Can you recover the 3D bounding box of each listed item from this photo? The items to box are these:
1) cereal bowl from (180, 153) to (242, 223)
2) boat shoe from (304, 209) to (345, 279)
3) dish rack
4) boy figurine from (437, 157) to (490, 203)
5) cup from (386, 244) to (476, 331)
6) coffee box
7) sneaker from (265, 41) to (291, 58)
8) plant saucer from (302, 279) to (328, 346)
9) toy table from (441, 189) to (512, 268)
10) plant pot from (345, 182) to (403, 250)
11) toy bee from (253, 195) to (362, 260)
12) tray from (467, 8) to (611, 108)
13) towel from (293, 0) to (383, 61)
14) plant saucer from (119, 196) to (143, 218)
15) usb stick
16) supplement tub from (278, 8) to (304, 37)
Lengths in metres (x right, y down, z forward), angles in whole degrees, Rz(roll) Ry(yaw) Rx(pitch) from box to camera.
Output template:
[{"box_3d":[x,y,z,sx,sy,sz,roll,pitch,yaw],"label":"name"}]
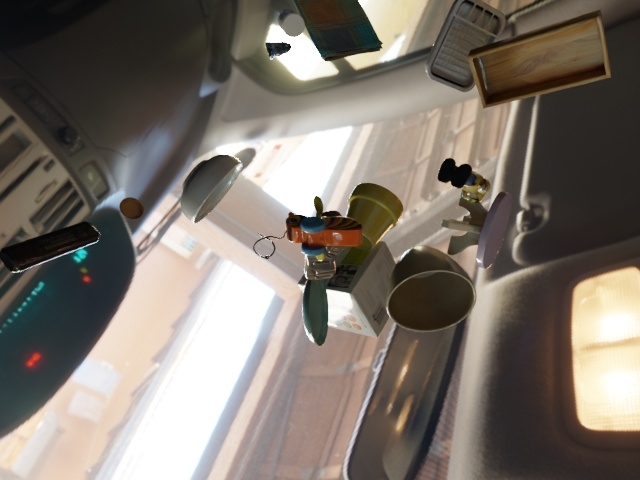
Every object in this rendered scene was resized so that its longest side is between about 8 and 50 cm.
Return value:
[{"box_3d":[-0.493,-0.245,2.325,0.339,0.141,0.339,-51,-178,2],"label":"cereal bowl"},{"box_3d":[0.000,0.000,1.759,0.355,0.132,0.130,108,-23,-55],"label":"boat shoe"},{"box_3d":[0.568,-0.788,2.153,0.072,0.286,0.333,48,-58,47],"label":"dish rack"},{"box_3d":[0.470,-0.191,1.749,0.285,0.177,0.092,17,98,-60],"label":"boy figurine"},{"box_3d":[0.408,0.156,2.067,0.331,0.331,0.237,-46,-153,30],"label":"cup"},{"box_3d":[0.159,0.218,2.614,0.334,0.337,0.338,6,-131,39],"label":"coffee box"},{"box_3d":[-0.154,-0.724,2.008,0.073,0.063,0.162,-11,-159,21],"label":"sneaker"},{"box_3d":[-0.022,0.288,2.268,0.044,0.317,0.317,-5,-148,14],"label":"plant saucer"},{"box_3d":[0.551,-0.054,1.888,0.161,0.252,0.274,21,-83,34],"label":"toy table"},{"box_3d":[0.216,-0.095,2.446,0.239,0.254,0.254,-59,-166,-25],"label":"plant pot"},{"box_3d":[-0.036,-0.043,1.536,0.162,0.298,0.195,-110,-142,-58],"label":"toy bee"},{"box_3d":[0.728,-0.598,1.798,0.411,0.203,0.076,-7,-145,34],"label":"tray"},{"box_3d":[0.060,-0.889,2.142,0.271,0.370,0.040,-18,163,-17],"label":"towel"},{"box_3d":[-0.658,-0.110,1.863,0.015,0.083,0.083,-32,-155,48],"label":"plant saucer"},{"box_3d":[-0.730,0.013,1.462,0.045,0.077,0.278,-46,174,32],"label":"usb stick"},{"box_3d":[-0.091,-0.677,1.670,0.071,0.071,0.107,-50,-151,16],"label":"supplement tub"}]
